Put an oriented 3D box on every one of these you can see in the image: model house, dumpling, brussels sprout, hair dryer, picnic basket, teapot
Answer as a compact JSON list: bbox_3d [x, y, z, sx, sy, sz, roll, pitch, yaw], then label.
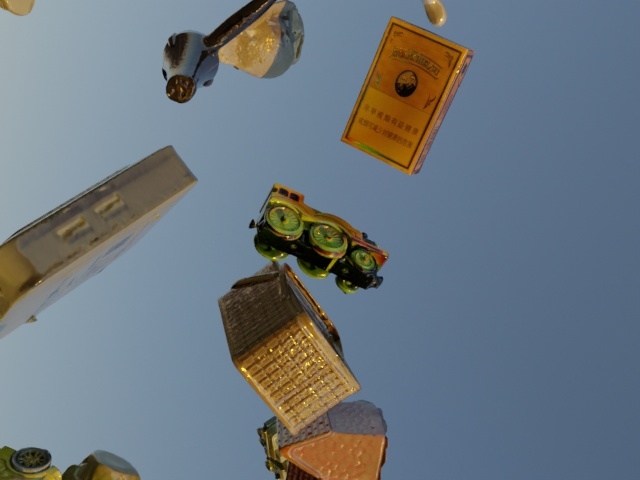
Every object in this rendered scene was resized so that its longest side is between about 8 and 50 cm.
[{"bbox_3d":[0.008,0.489,1.441,0.202,0.237,0.237,-110,-150,-74],"label":"model house"},{"bbox_3d":[-0.144,-0.548,1.723,0.227,0.175,0.243,-55,-176,37],"label":"dumpling"},{"bbox_3d":[-0.425,0.530,1.187,0.219,0.210,0.272,16,-88,15],"label":"brussels sprout"},{"bbox_3d":[-0.161,-0.405,1.190,0.359,0.120,0.304,-37,-156,11],"label":"hair dryer"},{"bbox_3d":[-0.068,0.194,1.283,0.175,0.228,0.313,-35,-156,-1],"label":"picnic basket"},{"bbox_3d":[-0.457,-0.353,0.894,0.083,0.067,0.057,13,-104,20],"label":"teapot"}]

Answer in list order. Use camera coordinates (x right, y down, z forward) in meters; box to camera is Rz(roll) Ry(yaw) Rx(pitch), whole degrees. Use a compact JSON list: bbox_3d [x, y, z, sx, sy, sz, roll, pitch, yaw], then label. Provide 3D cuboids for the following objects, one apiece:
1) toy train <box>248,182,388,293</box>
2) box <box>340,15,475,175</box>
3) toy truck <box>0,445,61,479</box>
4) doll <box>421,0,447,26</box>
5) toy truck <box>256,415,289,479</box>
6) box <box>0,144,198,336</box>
[{"bbox_3d":[0.000,0.000,1.296,0.100,0.296,0.161,-56,-166,38],"label":"toy train"},{"bbox_3d":[0.193,-0.325,1.438,0.192,0.084,0.302,29,-68,15],"label":"box"},{"bbox_3d":[-0.478,0.311,0.780,0.272,0.157,0.124,18,-73,7],"label":"toy truck"},{"bbox_3d":[0.246,-0.695,1.576,0.159,0.311,0.243,-33,-155,15],"label":"doll"},{"bbox_3d":[-0.109,0.600,1.811,0.116,0.085,0.191,24,-49,49],"label":"toy truck"},{"bbox_3d":[-0.442,0.015,1.131,0.111,0.396,0.396,51,-42,-5],"label":"box"}]
